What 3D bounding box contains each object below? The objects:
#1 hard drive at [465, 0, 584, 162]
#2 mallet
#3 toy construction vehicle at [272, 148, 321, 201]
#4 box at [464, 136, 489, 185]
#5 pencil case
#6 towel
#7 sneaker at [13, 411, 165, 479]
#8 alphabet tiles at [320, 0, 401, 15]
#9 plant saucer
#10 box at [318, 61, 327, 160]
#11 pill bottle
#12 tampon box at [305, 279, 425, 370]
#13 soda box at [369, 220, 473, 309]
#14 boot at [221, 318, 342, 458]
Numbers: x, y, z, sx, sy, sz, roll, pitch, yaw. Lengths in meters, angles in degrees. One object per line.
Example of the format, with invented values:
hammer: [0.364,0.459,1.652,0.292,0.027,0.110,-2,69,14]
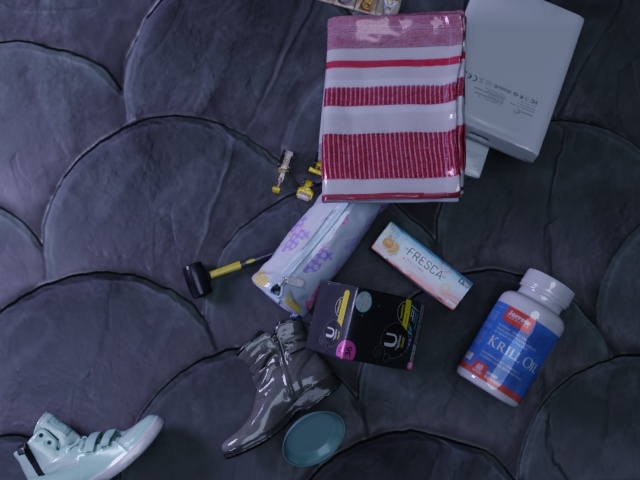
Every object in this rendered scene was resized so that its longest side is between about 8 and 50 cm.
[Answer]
hard drive: [0.320,-0.301,1.568,0.203,0.040,0.307,23,65,1]
mallet: [-0.146,0.054,1.602,0.190,0.039,0.062,-12,85,-5]
toy construction vehicle: [-0.035,-0.120,1.615,0.086,0.035,0.098,17,79,-1]
box: [0.234,-0.156,1.582,0.102,0.101,0.087,18,85,0]
pencil case: [0.000,0.000,1.560,0.113,0.124,0.273,36,85,23]
towel: [0.120,-0.223,1.488,0.237,0.037,0.329,-1,76,13]
sneaker: [-0.401,0.340,1.547,0.256,0.094,0.151,-34,93,0]
alphabet tiles: [0.050,-0.522,1.650,0.237,0.009,0.198,16,87,0]
plant saucer: [-0.015,0.337,1.564,0.119,0.021,0.119,-14,124,-21]
box: [0.067,-0.226,1.577,0.130,0.091,0.170,6,76,-1]
pill bottle: [0.338,0.163,1.552,0.124,0.124,0.221,31,87,1]
tampon box: [0.077,0.142,1.525,0.161,0.101,0.120,14,87,-38]
soda box: [0.175,0.045,1.591,0.183,0.058,0.063,38,87,1]
boot: [-0.099,0.253,1.576,0.246,0.083,0.161,-35,80,-8]
